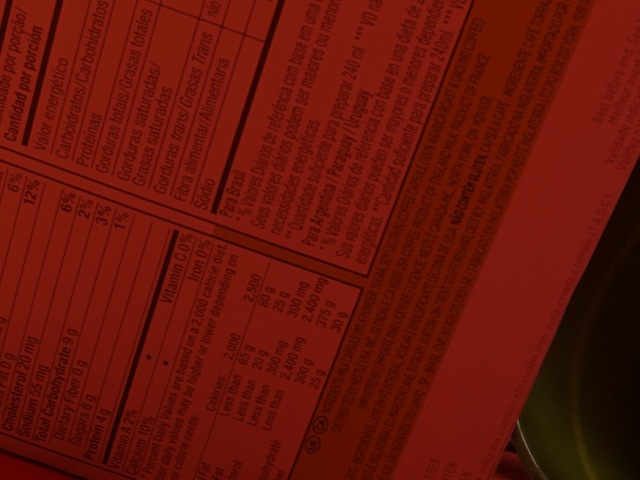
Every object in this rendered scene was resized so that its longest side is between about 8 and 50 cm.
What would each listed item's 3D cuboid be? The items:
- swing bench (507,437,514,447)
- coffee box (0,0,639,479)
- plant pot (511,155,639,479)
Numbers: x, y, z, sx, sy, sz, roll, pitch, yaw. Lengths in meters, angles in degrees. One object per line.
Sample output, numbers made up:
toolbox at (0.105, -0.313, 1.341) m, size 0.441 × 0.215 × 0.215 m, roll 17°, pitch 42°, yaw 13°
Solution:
swing bench at (0.215, 0.115, 1.031) m, size 0.253 × 0.165 × 0.255 m, roll 17°, pitch -22°, yaw -29°
coffee box at (-0.030, -0.083, 0.643) m, size 0.335 × 0.338 × 0.337 m, roll 19°, pitch 22°, yaw -1°
plant pot at (0.379, 0.112, 0.800) m, size 0.353 × 0.366 × 0.366 m, roll 36°, pitch -6°, yaw -33°
